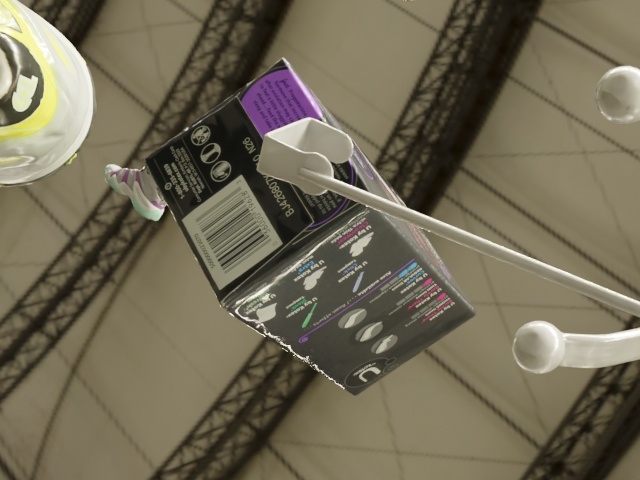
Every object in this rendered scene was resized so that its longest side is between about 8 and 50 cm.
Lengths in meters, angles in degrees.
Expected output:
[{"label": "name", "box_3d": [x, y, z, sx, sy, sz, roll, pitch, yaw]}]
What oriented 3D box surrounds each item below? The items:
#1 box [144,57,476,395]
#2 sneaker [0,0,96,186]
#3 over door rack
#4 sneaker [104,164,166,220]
[{"label": "box", "box_3d": [0.000, 0.000, 0.983, 0.143, 0.270, 0.165, -35, -122, 8]}, {"label": "sneaker", "box_3d": [-0.310, -0.164, 0.672, 0.147, 0.385, 0.145, 138, -24, -82]}, {"label": "over door rack", "box_3d": [0.106, -0.079, 0.487, 0.324, 0.108, 0.239, 29, -64, 31]}, {"label": "sneaker", "box_3d": [-0.194, -0.074, 1.289, 0.098, 0.038, 0.069, 40, -79, 28]}]
